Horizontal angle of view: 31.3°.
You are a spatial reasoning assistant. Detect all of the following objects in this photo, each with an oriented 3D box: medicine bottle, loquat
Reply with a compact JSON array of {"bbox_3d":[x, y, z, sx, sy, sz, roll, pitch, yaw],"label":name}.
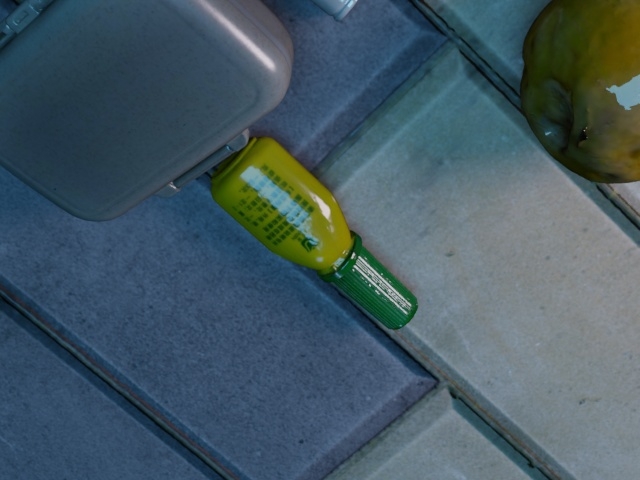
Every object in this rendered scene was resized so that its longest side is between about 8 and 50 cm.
[{"bbox_3d":[0.004,-0.298,1.306,0.089,0.057,0.057,36,112,-11],"label":"medicine bottle"},{"bbox_3d":[0.340,-0.184,1.248,0.244,0.244,0.244,2,114,4],"label":"loquat"},{"bbox_3d":[0.000,0.000,1.429,0.309,0.076,0.111,43,117,-13],"label":"medicine bottle"},{"bbox_3d":[-0.224,-0.178,1.289,0.375,0.123,0.282,-31,122,33],"label":"medicine bottle"}]
